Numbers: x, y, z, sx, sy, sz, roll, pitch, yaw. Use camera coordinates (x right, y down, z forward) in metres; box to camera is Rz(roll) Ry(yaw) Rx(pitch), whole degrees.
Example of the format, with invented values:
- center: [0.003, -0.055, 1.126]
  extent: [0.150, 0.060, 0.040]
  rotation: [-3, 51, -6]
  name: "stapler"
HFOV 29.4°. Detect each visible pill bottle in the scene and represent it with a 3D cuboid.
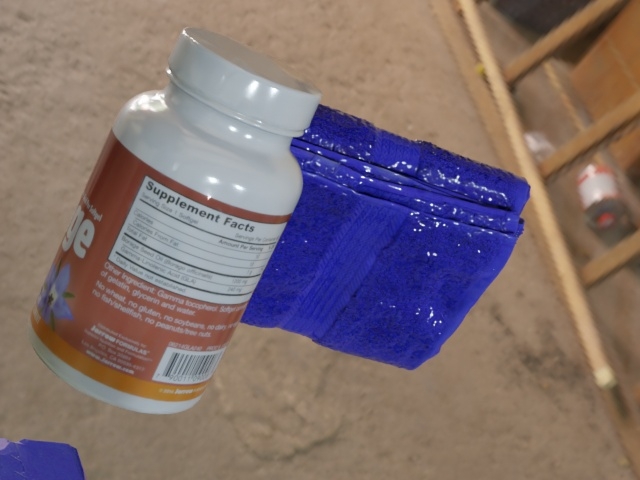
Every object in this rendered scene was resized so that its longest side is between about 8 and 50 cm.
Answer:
- center: [-0.086, -0.013, 0.745]
  extent: [0.121, 0.216, 0.121]
  rotation: [25, 15, -7]
  name: "pill bottle"

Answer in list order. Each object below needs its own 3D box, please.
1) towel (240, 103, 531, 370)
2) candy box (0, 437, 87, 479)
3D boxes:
- center: [0.000, 0.000, 1.034]
  extent: [0.308, 0.227, 0.076]
  rotation: [18, 32, -19]
  name: "towel"
- center: [-0.167, 0.289, 0.545]
  extent: [0.122, 0.317, 0.268]
  rotation: [8, 18, -24]
  name: "candy box"
